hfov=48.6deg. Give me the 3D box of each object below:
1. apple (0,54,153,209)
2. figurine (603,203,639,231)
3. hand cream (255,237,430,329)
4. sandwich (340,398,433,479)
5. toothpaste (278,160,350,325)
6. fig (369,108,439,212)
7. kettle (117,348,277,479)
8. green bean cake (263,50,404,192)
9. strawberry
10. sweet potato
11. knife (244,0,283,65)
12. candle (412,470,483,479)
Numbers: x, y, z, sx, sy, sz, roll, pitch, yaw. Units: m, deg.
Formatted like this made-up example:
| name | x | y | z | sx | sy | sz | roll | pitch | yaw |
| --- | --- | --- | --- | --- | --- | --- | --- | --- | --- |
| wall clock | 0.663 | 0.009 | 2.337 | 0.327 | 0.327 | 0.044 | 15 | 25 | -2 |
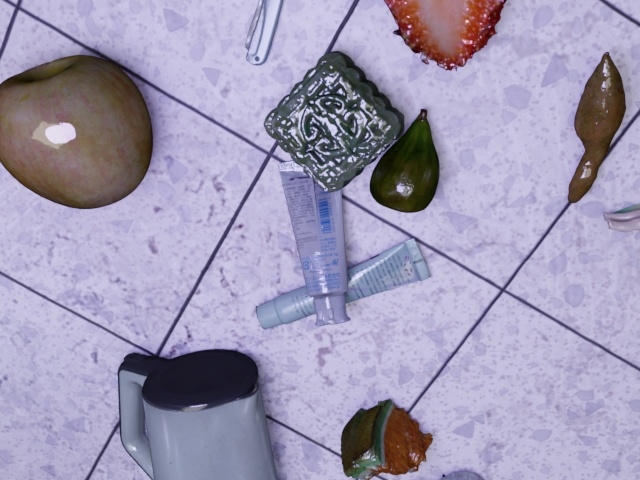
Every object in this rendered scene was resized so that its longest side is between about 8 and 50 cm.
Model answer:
| name | x | y | z | sx | sy | sz | roll | pitch | yaw |
| --- | --- | --- | --- | --- | --- | --- | --- | --- | --- |
| apple | -0.404 | -0.174 | 1.166 | 0.256 | 0.257 | 0.234 | -6 | 125 | 8 |
| figurine | 0.581 | -0.025 | 1.222 | 0.187 | 0.083 | 0.083 | 2 | 112 | -2 |
| hand cream | 0.036 | 0.092 | 1.327 | 0.331 | 0.058 | 0.085 | -21 | 106 | 13 |
| sandwich | 0.125 | 0.409 | 1.380 | 0.160 | 0.185 | 0.109 | 40 | 118 | -6 |
| toothpaste | 0.000 | 0.000 | 1.269 | 0.114 | 0.073 | 0.299 | -8 | 89 | 9 |
| fig | 0.159 | -0.133 | 1.212 | 0.117 | 0.117 | 0.177 | 23 | 90 | -3 |
| kettle | -0.255 | 0.417 | 1.419 | 0.361 | 0.250 | 0.377 | 8 | 113 | 34 |
| green bean cake | 0.024 | -0.194 | 1.184 | 0.183 | 0.094 | 0.185 | -42 | 94 | 19 |
| strawberry | 0.186 | -0.428 | 1.088 | 0.233 | 0.138 | 0.306 | 18 | 140 | 19 |
| sweet potato | 0.455 | -0.184 | 1.169 | 0.074 | 0.075 | 0.269 | 4 | 123 | 5 |
| knife | -0.091 | -0.370 | 1.177 | 0.044 | 0.023 | 0.162 | 20 | 113 | 2 |
| candle | 0.269 | 0.574 | 1.490 | 0.192 | 0.068 | 0.168 | -22 | 109 | 18 |
